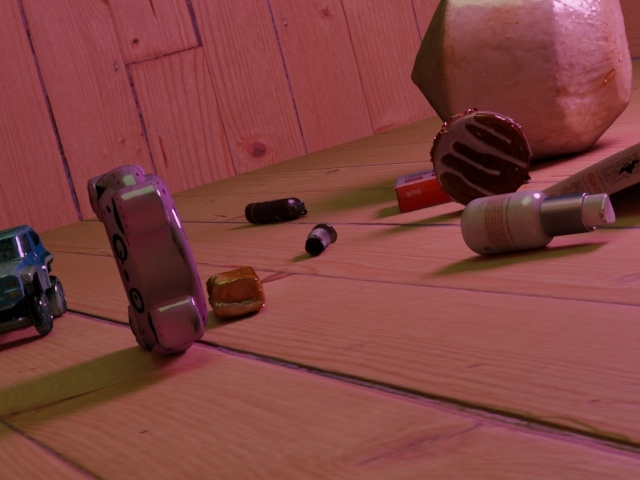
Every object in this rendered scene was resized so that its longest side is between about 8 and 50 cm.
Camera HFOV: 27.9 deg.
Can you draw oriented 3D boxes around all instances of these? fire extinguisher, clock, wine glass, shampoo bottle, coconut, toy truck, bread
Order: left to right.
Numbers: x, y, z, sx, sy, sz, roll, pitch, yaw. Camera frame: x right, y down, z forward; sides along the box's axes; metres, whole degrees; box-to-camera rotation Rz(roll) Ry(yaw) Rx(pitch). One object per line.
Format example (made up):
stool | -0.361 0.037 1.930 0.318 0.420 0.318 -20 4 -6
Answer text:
toy truck | -0.485 0.070 1.946 0.155 0.156 0.279 -15 7 -2
clock | -0.199 0.022 1.508 0.090 0.228 0.248 -19 7 -11
bread | -0.111 0.067 1.676 0.074 0.053 0.132 -12 8 -9
fire extinguisher | -0.081 -0.059 2.504 0.158 0.043 0.064 -5 -30 46
wine glass | 0.000 0.000 1.998 0.039 0.042 0.083 -51 1 16
bread | 0.248 -0.127 2.007 0.160 0.160 0.073 -13 11 12
coconut | 0.362 -0.333 2.396 0.415 0.415 0.344 -10 7 27
shampoo bottle | 0.267 -0.028 1.575 0.192 0.074 0.074 -10 9 35

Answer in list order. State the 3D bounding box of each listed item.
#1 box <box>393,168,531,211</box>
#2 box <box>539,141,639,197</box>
box | 0.243 -0.104 2.224 0.229 0.050 0.123 -13 10 7
box | 0.479 -0.124 1.781 0.365 0.051 0.204 -23 -3 -42
